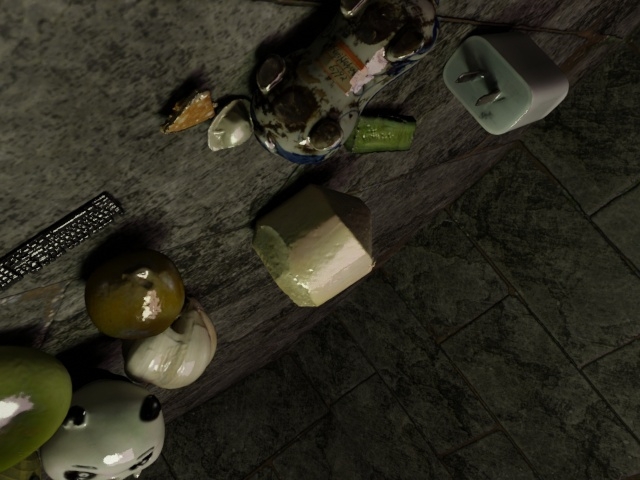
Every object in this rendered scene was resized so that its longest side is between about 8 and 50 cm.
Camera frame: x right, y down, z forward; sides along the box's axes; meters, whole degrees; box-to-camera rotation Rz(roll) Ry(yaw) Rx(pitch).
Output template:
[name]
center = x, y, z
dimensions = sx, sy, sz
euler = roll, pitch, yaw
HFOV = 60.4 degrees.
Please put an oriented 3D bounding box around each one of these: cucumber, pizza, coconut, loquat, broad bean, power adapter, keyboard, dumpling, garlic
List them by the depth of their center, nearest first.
[pizza]
center = -0.152, -0.162, 0.655
dimensions = 0.083, 0.025, 0.078
euler = -33, 173, -45
[keyboard]
center = -0.354, 0.004, 0.729
dimensions = 0.195, 0.018, 0.060
euler = -35, 164, -8
[dumpling]
center = -0.121, -0.157, 0.731
dimensions = 0.076, 0.057, 0.052
euler = -22, -152, -8
[broad bean]
center = -0.537, 0.279, 0.864
dimensions = 0.291, 0.119, 0.238
euler = -17, 125, -46
[loquat]
center = -0.294, 0.084, 0.876
dimensions = 0.152, 0.152, 0.195
euler = -28, 177, -32
[power adapter]
center = 0.354, -0.313, 1.083
dimensions = 0.255, 0.187, 0.124
euler = -23, 160, -43
[cucumber]
center = 0.109, -0.215, 1.088
dimensions = 0.211, 0.062, 0.078
euler = -12, 119, -49
[coconut]
center = 0.000, 0.000, 1.162
dimensions = 0.244, 0.239, 0.239
euler = -37, 167, 2
[garlic]
center = -0.317, 0.227, 1.234
dimensions = 0.203, 0.184, 0.281
euler = -62, 160, 8

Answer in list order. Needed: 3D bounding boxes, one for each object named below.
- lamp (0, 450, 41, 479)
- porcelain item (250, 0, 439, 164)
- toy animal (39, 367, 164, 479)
[lamp]
center = -0.627, 0.420, 1.000
dimensions = 0.284, 0.250, 0.250
euler = -57, 171, -13
[porcelain item]
center = 0.032, -0.225, 0.728
dimensions = 0.288, 0.138, 0.186
euler = -45, -177, 13
[toy animal]
center = -0.463, 0.388, 1.150
dimensions = 0.251, 0.251, 0.310
euler = -26, -178, -40
